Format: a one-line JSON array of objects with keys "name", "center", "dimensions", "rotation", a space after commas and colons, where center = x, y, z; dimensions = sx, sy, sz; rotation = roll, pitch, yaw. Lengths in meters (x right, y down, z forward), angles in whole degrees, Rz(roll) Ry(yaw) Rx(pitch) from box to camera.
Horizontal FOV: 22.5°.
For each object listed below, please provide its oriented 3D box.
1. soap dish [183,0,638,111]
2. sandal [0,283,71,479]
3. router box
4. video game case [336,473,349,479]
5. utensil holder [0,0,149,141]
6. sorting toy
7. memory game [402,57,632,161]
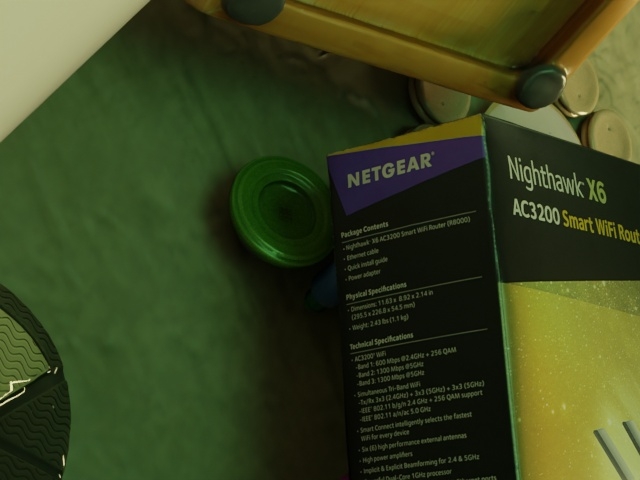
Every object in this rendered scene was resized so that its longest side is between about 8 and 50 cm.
[{"name": "soap dish", "center": [0.075, -0.185, 0.624], "dimensions": [0.229, 0.291, 0.118], "rotation": [13, 41, -38]}, {"name": "sandal", "center": [-0.193, 0.122, 0.458], "dimensions": [0.303, 0.086, 0.120], "rotation": [-51, 122, -21]}, {"name": "router box", "center": [0.133, 0.093, 0.709], "dimensions": [0.309, 0.081, 0.242], "rotation": [10, 71, -51]}, {"name": "video game case", "center": [0.018, 0.210, 0.656], "dimensions": [0.232, 0.042, 0.210], "rotation": [-22, 97, -43]}, {"name": "utensil holder", "center": [-0.157, -0.159, 0.359], "dimensions": [0.385, 0.328, 0.327], "rotation": [-49, 115, -26]}, {"name": "sorting toy", "center": [0.000, 0.000, 0.692], "dimensions": [0.102, 0.042, 0.061], "rotation": [1, 64, -31]}, {"name": "memory game", "center": [0.104, -0.027, 0.808], "dimensions": [0.186, 0.012, 0.186], "rotation": [12, 73, -41]}]
